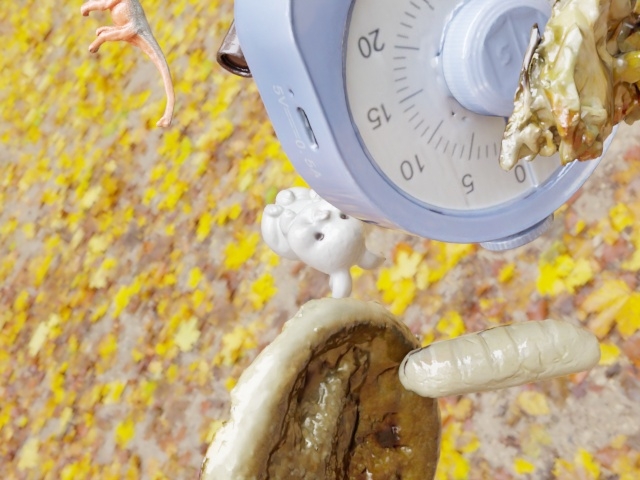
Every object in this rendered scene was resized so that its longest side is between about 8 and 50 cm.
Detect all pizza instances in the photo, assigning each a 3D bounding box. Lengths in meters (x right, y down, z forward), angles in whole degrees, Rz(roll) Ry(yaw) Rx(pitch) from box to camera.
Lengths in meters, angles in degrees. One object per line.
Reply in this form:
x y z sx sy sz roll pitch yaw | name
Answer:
0.221 -0.184 0.742 0.074 0.251 0.288 14 28 25 | pizza

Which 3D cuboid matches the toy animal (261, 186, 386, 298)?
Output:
0.001 0.001 1.634 0.127 0.178 0.193 -42 43 -20 | toy animal

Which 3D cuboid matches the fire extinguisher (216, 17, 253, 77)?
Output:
-0.090 -0.363 1.577 0.099 0.071 0.231 101 -170 -69 | fire extinguisher

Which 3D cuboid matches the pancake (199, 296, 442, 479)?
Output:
0.013 0.223 1.001 0.065 0.356 0.356 10 68 39 | pancake

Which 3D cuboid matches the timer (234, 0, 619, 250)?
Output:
0.138 -0.164 0.936 0.173 0.395 0.395 17 75 59 | timer

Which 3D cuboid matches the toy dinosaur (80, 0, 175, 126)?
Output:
-0.261 -0.279 1.319 0.102 0.279 0.055 -13 7 24 | toy dinosaur

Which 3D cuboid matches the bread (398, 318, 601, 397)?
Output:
0.185 0.115 1.029 0.214 0.053 0.073 -9 33 -7 | bread
